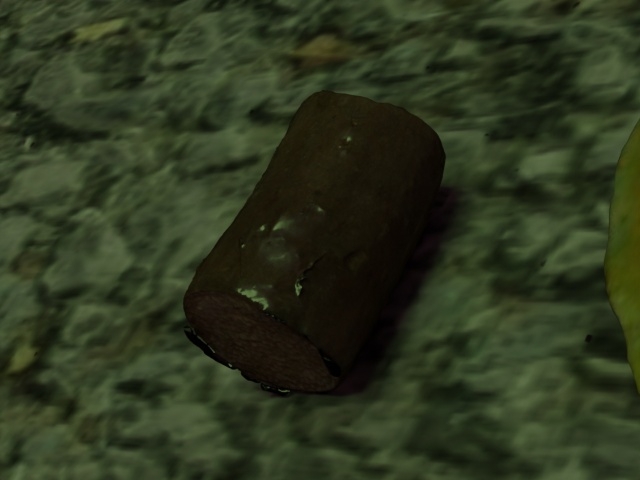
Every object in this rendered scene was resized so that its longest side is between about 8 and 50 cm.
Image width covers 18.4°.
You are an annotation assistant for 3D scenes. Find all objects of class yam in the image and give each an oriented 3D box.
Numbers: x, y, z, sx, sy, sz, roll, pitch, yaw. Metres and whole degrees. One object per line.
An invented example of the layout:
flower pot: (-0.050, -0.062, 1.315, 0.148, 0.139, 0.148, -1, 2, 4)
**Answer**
yam: (0.000, -0.002, 0.850, 0.084, 0.084, 0.127, -3, 51, 44)

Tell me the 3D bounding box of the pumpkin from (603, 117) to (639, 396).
pumpkin: (0.261, -0.002, 0.489, 0.332, 0.199, 0.332, -34, 26, 19)
